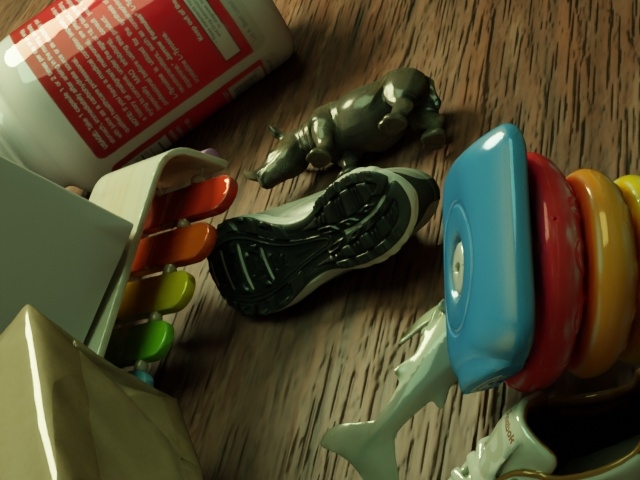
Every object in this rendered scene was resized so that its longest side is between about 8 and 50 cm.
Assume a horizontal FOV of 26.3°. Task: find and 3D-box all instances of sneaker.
[{"bbox_3d":[0.117,0.165,0.918,0.290,0.123,0.106,-28,33,14],"label":"sneaker"},{"bbox_3d":[0.000,0.000,1.311,0.271,0.100,0.108,-20,-1,37],"label":"sneaker"}]

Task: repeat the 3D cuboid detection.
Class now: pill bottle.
[{"bbox_3d":[-0.254,-0.208,1.701,0.408,0.229,0.229,-36,30,-2],"label":"pill bottle"}]

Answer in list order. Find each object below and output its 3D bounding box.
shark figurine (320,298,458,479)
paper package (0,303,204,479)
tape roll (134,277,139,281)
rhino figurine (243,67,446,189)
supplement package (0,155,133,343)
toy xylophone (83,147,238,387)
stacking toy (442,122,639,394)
[{"bbox_3d":[0.123,0.088,1.050,0.278,0.116,0.166,-51,-1,-40],"label":"shark figurine"},{"bbox_3d":[-0.245,0.264,1.024,0.325,0.168,0.309,-48,29,9],"label":"paper package"},{"bbox_3d":[-0.312,0.065,1.531,0.219,0.072,0.219,-25,31,16],"label":"tape roll"},{"bbox_3d":[0.021,-0.109,1.446,0.243,0.073,0.106,-21,37,26],"label":"rhino figurine"},{"bbox_3d":[-0.346,0.017,1.317,0.293,0.177,0.175,7,72,54],"label":"supplement package"},{"bbox_3d":[-0.206,0.046,1.351,0.236,0.081,0.322,-4,61,51],"label":"toy xylophone"},{"bbox_3d":[0.240,0.021,0.940,0.302,0.175,0.165,1,76,-7],"label":"stacking toy"}]
